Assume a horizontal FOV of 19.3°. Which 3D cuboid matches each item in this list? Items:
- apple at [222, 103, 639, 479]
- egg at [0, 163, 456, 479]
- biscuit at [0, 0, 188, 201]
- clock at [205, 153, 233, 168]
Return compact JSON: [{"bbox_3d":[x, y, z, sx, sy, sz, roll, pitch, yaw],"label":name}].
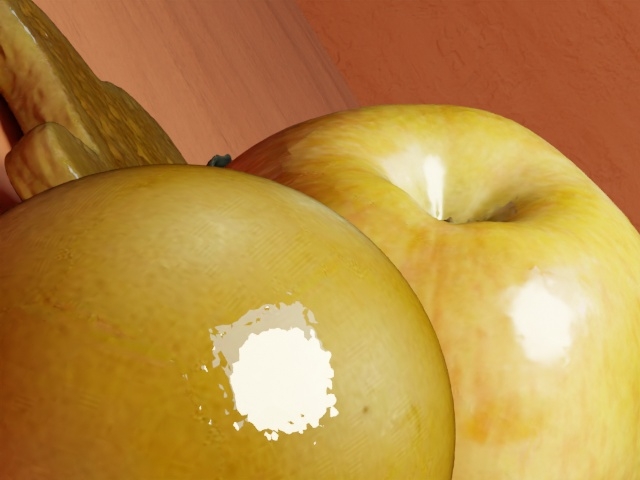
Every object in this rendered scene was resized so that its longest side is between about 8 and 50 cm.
[{"bbox_3d":[0.055,0.092,1.283,0.391,0.347,0.391,15,26,-8],"label":"apple"},{"bbox_3d":[-0.079,0.103,0.950,0.283,0.282,0.351,56,20,6],"label":"egg"},{"bbox_3d":[-0.179,-0.038,1.584,0.368,0.076,0.394,44,12,-49],"label":"biscuit"},{"bbox_3d":[-0.036,0.060,1.927,0.325,0.067,0.325,53,11,-14],"label":"clock"}]
